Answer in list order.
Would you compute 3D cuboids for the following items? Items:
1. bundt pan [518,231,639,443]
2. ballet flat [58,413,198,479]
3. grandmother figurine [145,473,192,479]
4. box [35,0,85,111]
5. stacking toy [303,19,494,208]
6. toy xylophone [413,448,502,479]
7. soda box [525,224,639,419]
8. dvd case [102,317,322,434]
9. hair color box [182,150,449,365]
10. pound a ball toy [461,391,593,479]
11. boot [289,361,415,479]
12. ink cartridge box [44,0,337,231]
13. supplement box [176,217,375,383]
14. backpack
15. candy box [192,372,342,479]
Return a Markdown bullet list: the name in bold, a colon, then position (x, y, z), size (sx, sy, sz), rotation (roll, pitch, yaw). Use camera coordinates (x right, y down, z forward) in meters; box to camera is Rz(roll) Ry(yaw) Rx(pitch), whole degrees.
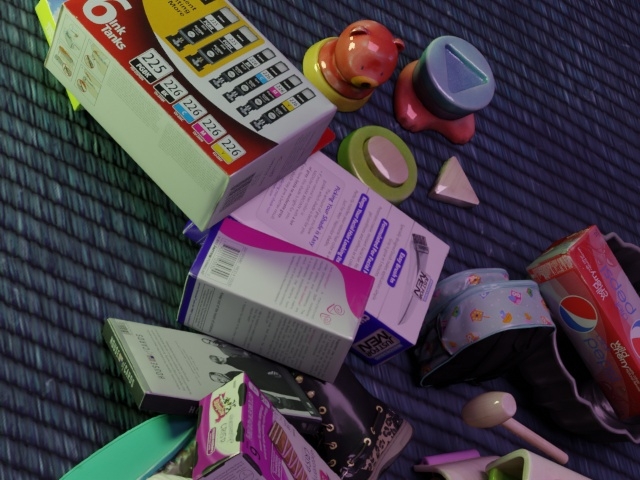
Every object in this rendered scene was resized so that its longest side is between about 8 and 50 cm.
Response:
- **bundt pan**: position (0.417, 0.157, 2.023), size (0.331, 0.124, 0.330), rotation (16, 63, -33)
- **ballet flat**: position (-0.277, 0.344, 1.483), size (0.409, 0.147, 0.147), rotation (-33, 89, -37)
- **grandmother figurine**: position (-0.096, 0.377, 1.511), size (0.342, 0.104, 0.207), rotation (50, 28, -36)
- **box**: position (-0.308, -0.266, 1.790), size (0.109, 0.042, 0.178), rotation (-13, 76, -38)
- **stacking toy**: position (0.149, -0.196, 2.015), size (0.309, 0.130, 0.279), rotation (2, 67, -33)
- **toy xylophone**: position (0.203, 0.430, 1.781), size (0.236, 0.081, 0.322), rotation (6, 65, -32)
- **soda box**: position (0.407, 0.117, 1.893), size (0.092, 0.083, 0.263), rotation (-36, 96, -42)
- **dvd case**: position (-0.135, 0.166, 1.639), size (0.239, 0.029, 0.179), rotation (13, 20, -29)
- **hair color box**: position (0.000, 0.000, 1.833), size (0.339, 0.110, 0.185), rotation (35, 52, -14)
- **pound a ball toy**: position (0.338, 0.341, 1.774), size (0.319, 0.136, 0.208), rotation (27, 55, -21)
- **boot**: position (0.002, 0.254, 1.729), size (0.178, 0.085, 0.236), rotation (50, 46, -1)
- **ink cartridge box**: position (-0.145, -0.212, 1.718), size (0.309, 0.130, 0.272), rotation (45, 52, 10)
- **supplement box**: position (-0.057, 0.075, 1.706), size (0.220, 0.114, 0.111), rotation (22, 50, 1)
- **backpack**: position (0.229, 0.117, 1.880), size (0.166, 0.188, 0.144), rotation (1, 68, -34)
- **candy box**: position (-0.043, 0.283, 1.504), size (0.233, 0.071, 0.159), rotation (51, 15, -23)
